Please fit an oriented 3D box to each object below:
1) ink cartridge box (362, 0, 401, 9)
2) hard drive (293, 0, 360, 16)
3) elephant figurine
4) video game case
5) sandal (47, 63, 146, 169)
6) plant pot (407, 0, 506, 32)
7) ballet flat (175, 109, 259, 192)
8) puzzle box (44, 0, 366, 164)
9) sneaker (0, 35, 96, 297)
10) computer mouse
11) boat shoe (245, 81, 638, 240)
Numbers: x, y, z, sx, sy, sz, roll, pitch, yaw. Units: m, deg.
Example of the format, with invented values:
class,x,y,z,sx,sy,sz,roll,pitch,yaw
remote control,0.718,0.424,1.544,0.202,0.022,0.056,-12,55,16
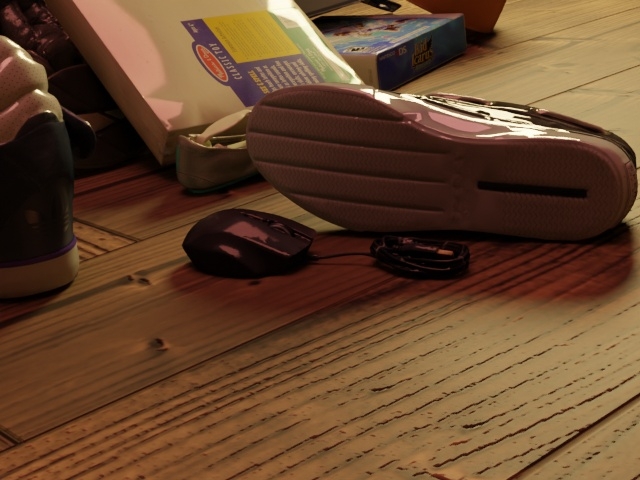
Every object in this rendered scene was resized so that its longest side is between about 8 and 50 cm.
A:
class,x,y,z,sx,sy,sz,roll,pitch,yaw
ink cartridge box,-0.002,-0.476,1.994,0.311,0.065,0.186,23,6,-3
hard drive,-0.057,-0.352,1.776,0.233,0.047,0.353,-18,10,-4
elephant figurine,-0.340,-0.228,1.515,0.239,0.186,0.169,34,74,23
video game case,0.037,-0.263,1.615,0.244,0.061,0.269,5,22,31
sandal,-0.238,-0.150,1.342,0.086,0.120,0.303,-34,4,35
plant pot,0.186,-0.476,1.778,0.290,0.203,0.291,25,22,-11
ballet flat,-0.051,-0.104,1.180,0.213,0.068,0.072,-18,23,-31
puzzle box,-0.161,-0.261,1.349,0.272,0.052,0.409,-15,54,-34
sneaker,-0.334,-0.089,0.969,0.322,0.236,0.130,8,24,35
computer mouse,0.000,0.000,0.914,0.242,0.041,0.071,2,20,20
boat shoe,0.103,-0.065,0.990,0.335,0.121,0.119,13,17,19
